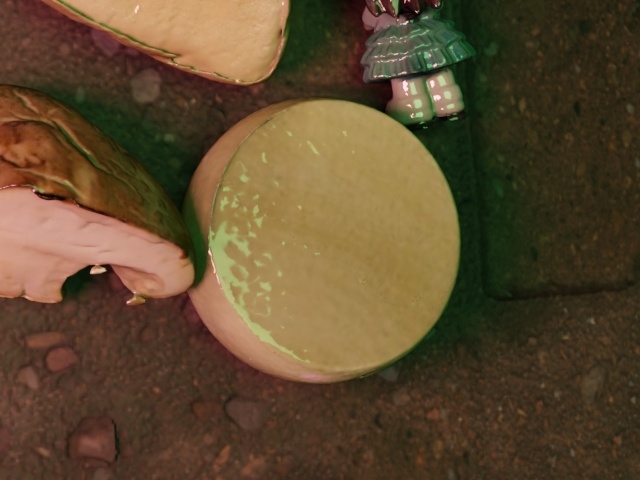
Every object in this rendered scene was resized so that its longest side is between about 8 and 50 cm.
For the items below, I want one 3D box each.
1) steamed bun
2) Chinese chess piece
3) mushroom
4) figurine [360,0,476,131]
[{"bbox_3d":[-0.107,-0.258,0.926,0.231,0.110,0.212,24,110,-29],"label":"steamed bun"},{"bbox_3d":[0.000,0.000,0.962,0.250,0.101,0.250,2,84,-23],"label":"Chinese chess piece"},{"bbox_3d":[-0.232,-0.047,0.866,0.286,0.156,0.151,12,52,-16],"label":"mushroom"},{"bbox_3d":[0.070,-0.223,1.016,0.138,0.110,0.245,-15,98,-21],"label":"figurine"}]
